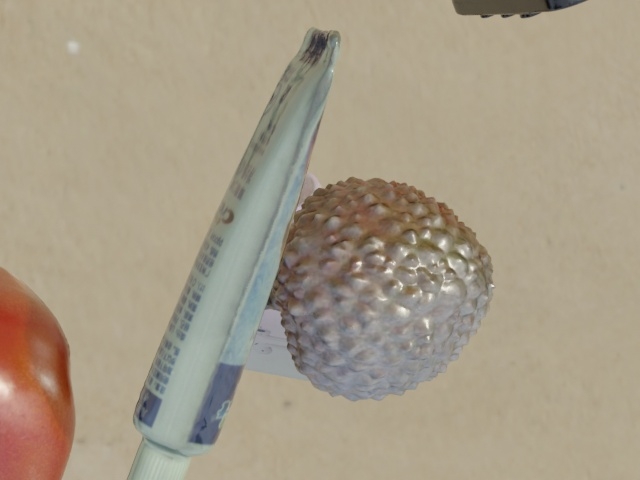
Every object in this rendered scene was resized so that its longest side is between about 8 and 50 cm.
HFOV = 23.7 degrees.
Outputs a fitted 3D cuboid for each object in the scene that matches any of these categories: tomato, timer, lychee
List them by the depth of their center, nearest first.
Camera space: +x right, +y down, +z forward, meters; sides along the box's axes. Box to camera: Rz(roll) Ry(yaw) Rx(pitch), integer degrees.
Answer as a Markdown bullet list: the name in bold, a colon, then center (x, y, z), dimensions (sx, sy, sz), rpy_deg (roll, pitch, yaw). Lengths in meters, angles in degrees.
- **lychee**: center (0.029, 0.035, 1.096), dimensions (0.197, 0.165, 0.165), rpy_deg (-5, 134, 18)
- **timer**: center (0.197, -0.225, 1.235), dimensions (0.144, 0.187, 0.055), rpy_deg (-25, 106, -19)
- **tomato**: center (-0.357, 0.149, 1.359), dimensions (0.226, 0.299, 0.298), rpy_deg (12, 133, -33)

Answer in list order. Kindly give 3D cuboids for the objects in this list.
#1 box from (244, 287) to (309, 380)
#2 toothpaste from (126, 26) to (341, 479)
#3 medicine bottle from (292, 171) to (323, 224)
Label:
- **box**: center (-0.038, 0.084, 1.561), dimensions (0.129, 0.051, 0.130), rpy_deg (9, 142, 9)
- **toothpaste**: center (-0.036, 0.015, 0.627), dimensions (0.037, 0.062, 0.216), rpy_deg (19, 96, -18)
- **medicine bottle**: center (0.000, 0.000, 2.005), dimensions (0.121, 0.122, 0.212), rpy_deg (-15, 138, 12)
